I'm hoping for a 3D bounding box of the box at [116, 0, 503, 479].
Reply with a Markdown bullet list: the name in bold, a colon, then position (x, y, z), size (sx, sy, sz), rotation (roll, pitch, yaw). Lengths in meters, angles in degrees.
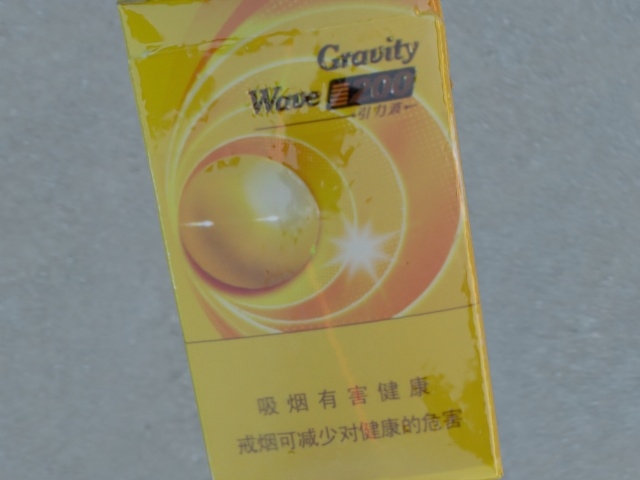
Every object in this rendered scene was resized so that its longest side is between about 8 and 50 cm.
- **box**: position (0.000, 0.000, 0.778), size (0.152, 0.043, 0.269), rotation (-9, 109, 4)
